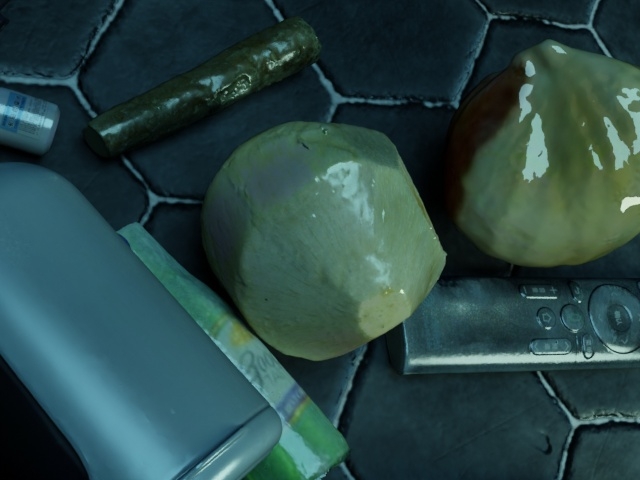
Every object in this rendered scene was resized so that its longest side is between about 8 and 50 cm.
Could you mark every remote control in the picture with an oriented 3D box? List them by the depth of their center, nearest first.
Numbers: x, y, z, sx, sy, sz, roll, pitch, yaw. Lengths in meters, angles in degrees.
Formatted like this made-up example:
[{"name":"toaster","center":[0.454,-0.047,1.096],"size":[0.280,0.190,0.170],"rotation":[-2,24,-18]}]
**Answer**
[{"name":"remote control","center":[0.245,0.090,1.221],"size":[0.378,0.044,0.107],"rotation":[2,73,-24]}]

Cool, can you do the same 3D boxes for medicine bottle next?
[{"name":"medicine bottle","center":[-0.291,-0.114,1.045],"size":[0.089,0.052,0.052],"rotation":[17,64,-18]}]

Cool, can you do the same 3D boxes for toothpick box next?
[{"name":"toothpick box","center":[-0.218,0.089,0.891],"size":[0.263,0.263,0.354],"rotation":[-38,83,-31]}]

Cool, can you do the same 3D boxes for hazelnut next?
[{"name":"hazelnut","center":[0.247,-0.095,1.172],"size":[0.261,0.261,0.241],"rotation":[-22,112,-30]}]

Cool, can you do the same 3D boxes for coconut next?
[{"name":"coconut","center":[0.000,0.000,1.027],"size":[0.197,0.237,0.236],"rotation":[-26,82,-8]}]

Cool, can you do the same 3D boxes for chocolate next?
[{"name":"chocolate","center":[-0.097,0.111,1.023],"size":[0.110,0.110,0.291],"rotation":[-36,85,-31]}]

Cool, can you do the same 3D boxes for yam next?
[{"name":"yam","center":[-0.115,-0.153,1.139],"size":[0.274,0.061,0.061],"rotation":[-33,86,-30]}]

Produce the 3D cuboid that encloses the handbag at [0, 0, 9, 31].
[{"name":"handbag","center":[-0.470,-0.198,0.955],"size":[0.303,0.122,0.329],"rotation":[37,60,-6]}]
